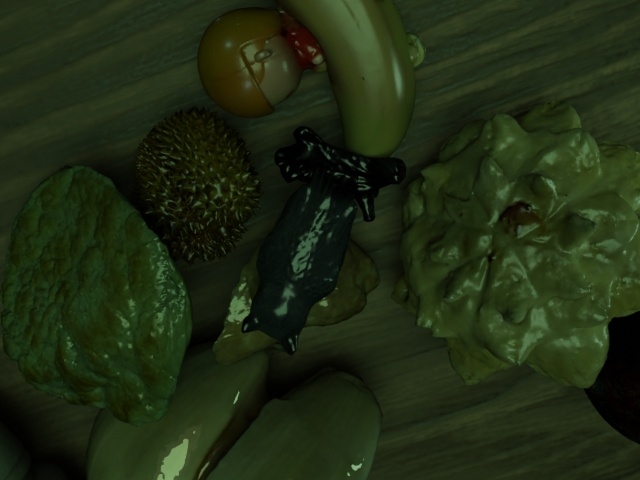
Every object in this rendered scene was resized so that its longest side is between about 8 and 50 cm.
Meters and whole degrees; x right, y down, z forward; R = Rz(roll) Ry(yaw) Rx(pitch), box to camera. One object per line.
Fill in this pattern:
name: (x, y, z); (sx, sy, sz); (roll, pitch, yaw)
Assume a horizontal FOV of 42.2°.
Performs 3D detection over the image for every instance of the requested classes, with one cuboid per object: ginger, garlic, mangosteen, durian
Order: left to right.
durian: (-0.129, -0.052, 0.840); (0.137, 0.168, 0.158); (11, 126, -43)
garlic: (-0.097, 0.255, 0.915); (0.249, 0.286, 0.313); (13, 118, -51)
ginger: (-0.024, 0.067, 0.878); (0.123, 0.115, 0.193); (32, 82, 6)
mangosteen: (0.374, 0.113, 0.871); (0.216, 0.216, 0.216); (-1, 106, -2)

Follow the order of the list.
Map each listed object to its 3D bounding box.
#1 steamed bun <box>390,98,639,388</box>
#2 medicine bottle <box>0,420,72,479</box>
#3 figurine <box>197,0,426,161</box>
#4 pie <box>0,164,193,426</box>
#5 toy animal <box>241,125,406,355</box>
steamed bun: (0.191, 0.012, 0.818); (0.296, 0.137, 0.292); (-19, 80, 23)
medicine bottle: (-0.340, 0.359, 0.916); (0.208, 0.208, 0.339); (-34, 104, 7)
figurine: (-0.026, -0.208, 0.814); (0.222, 0.124, 0.324); (-25, 109, 5)
pie: (-0.230, 0.052, 0.833); (0.275, 0.106, 0.257); (11, 106, 40)
toy animal: (0.000, 0.003, 0.785); (0.121, 0.117, 0.210); (20, 74, -13)
